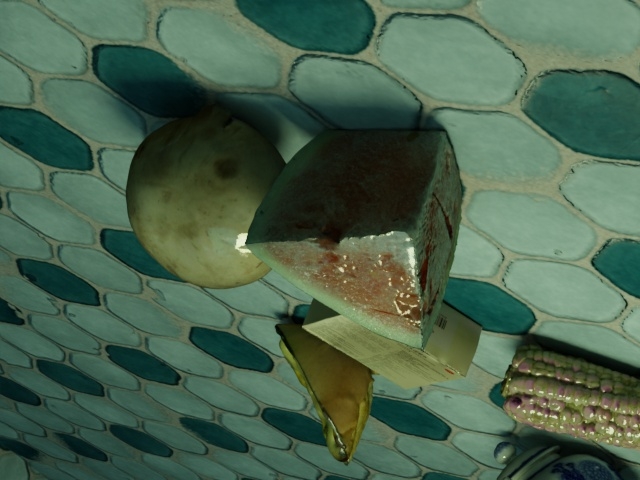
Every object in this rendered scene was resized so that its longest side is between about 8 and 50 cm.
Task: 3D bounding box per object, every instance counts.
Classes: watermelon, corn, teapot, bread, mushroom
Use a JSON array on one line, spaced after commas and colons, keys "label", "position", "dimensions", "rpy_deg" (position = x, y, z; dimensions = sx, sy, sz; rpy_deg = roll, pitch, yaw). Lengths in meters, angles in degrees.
[{"label": "watermelon", "position": [0.061, -0.024, 1.727], "dimensions": [0.262, 0.212, 0.201], "rpy_deg": [25, 155, -3]}, {"label": "corn", "position": [0.427, 0.245, 2.071], "dimensions": [0.335, 0.126, 0.126], "rpy_deg": [15, 154, 15]}, {"label": "teapot", "position": [0.390, 0.453, 2.414], "dimensions": [0.280, 0.252, 0.424], "rpy_deg": [50, -169, 23]}, {"label": "bread", "position": [0.033, 0.238, 2.383], "dimensions": [0.174, 0.133, 0.251], "rpy_deg": [83, 161, -59]}, {"label": "mushroom", "position": [-0.138, -0.057, 1.875], "dimensions": [0.255, 0.184, 0.254], "rpy_deg": [12, 110, 36]}]

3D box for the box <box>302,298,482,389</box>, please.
[{"label": "box", "position": [0.108, 0.130, 2.144], "dimensions": [0.212, 0.095, 0.168], "rpy_deg": [33, 155, -22]}]
